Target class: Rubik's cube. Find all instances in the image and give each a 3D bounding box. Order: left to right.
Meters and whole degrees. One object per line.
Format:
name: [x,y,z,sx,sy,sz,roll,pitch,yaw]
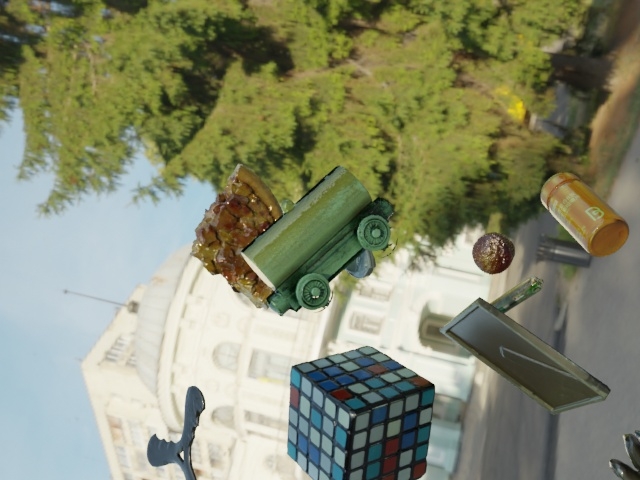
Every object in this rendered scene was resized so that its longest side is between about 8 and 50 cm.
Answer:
Rubik's cube: [0.064,0.308,1.219,0.182,0.184,0.187,-8,-68,-34]

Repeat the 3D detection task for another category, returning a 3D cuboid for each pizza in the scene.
pizza: [-0.213,-0.011,1.933,0.114,0.277,0.409,130,135,-67]

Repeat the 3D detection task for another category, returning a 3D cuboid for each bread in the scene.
bread: [0.343,0.025,1.425,0.053,0.085,0.085,-28,-51,-62]

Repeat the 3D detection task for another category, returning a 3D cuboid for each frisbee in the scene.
frisbee: [-0.204,0.336,1.082,0.012,0.187,0.211,3,-45,-39]

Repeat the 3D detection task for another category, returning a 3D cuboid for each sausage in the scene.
sausage: [0.346,0.130,1.390,0.269,0.032,0.033,-50,16,53]

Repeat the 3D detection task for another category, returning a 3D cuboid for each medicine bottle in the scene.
medicine bottle: [0.547,-0.056,1.489,0.192,0.096,0.096,-114,22,-51]

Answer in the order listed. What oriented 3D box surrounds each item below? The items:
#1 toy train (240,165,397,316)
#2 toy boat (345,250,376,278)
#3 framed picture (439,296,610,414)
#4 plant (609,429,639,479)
toy train: [0.002,-0.001,1.330,0.307,0.189,0.126,-42,23,-12]
toy boat: [0.119,0.052,2.480,0.319,0.092,0.141,-142,56,-68]
framed picture: [0.338,0.205,1.227,0.023,0.260,0.189,-52,-6,-24]
plant: [0.556,0.414,1.093,0.198,0.188,0.276,-11,-102,-41]
